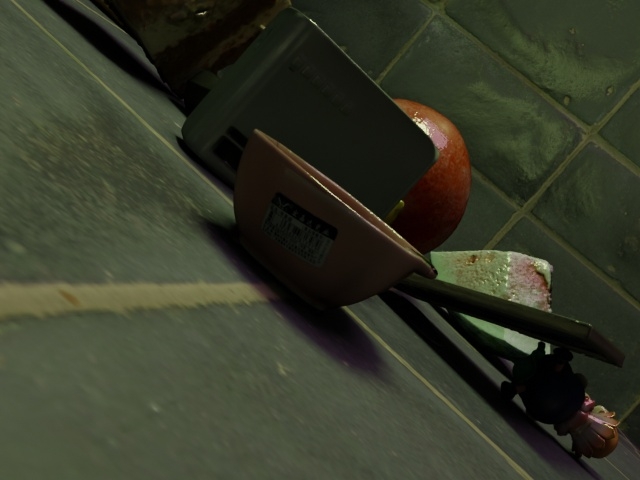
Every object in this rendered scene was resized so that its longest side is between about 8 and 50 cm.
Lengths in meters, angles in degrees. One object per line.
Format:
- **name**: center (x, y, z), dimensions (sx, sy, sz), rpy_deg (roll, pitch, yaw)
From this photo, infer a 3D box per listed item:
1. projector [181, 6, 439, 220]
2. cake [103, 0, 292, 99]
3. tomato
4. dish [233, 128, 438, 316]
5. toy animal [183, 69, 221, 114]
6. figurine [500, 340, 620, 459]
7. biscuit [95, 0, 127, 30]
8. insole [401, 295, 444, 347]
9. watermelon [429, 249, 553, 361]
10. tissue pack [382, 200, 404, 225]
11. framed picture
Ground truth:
- **projector**: center (-0.011, -0.120, 0.932), dimensions (0.250, 0.198, 0.108), rpy_deg (39, 7, -26)
- **cake**: center (-0.213, -0.407, 1.188), dimensions (0.282, 0.255, 0.290), rpy_deg (53, 1, 8)
- **tomato**: center (0.117, -0.093, 1.257), dimensions (0.265, 0.265, 0.265), rpy_deg (40, 6, -5)
- **dish**: center (0.000, 0.000, 0.680), dimensions (0.213, 0.090, 0.213), rpy_deg (38, 6, -4)
- **toy animal**: center (-0.127, -0.183, 1.172), dimensions (0.245, 0.114, 0.146), rpy_deg (17, -19, 44)
- **figurine**: center (0.350, 0.226, 1.100), dimensions (0.195, 0.111, 0.102), rpy_deg (41, 10, -7)
- **biscuit**: center (-0.431, -0.493, 1.737), dimensions (0.260, 0.041, 0.203), rpy_deg (44, 4, 23)
- **insole**: center (0.147, 0.117, 1.131), dimensions (0.080, 0.003, 0.232), rpy_deg (41, 6, -1)
- **watermelon**: center (0.344, 0.095, 1.509), dimensions (0.289, 0.214, 0.320), rpy_deg (40, 18, 7)
- **tissue pack**: center (0.042, -0.088, 1.081), dimensions (0.123, 0.127, 0.178), rpy_deg (-18, 94, -84)
- **framed picture**: center (0.232, 0.096, 1.072), dimensions (0.335, 0.022, 0.247), rpy_deg (17, -6, 33)
